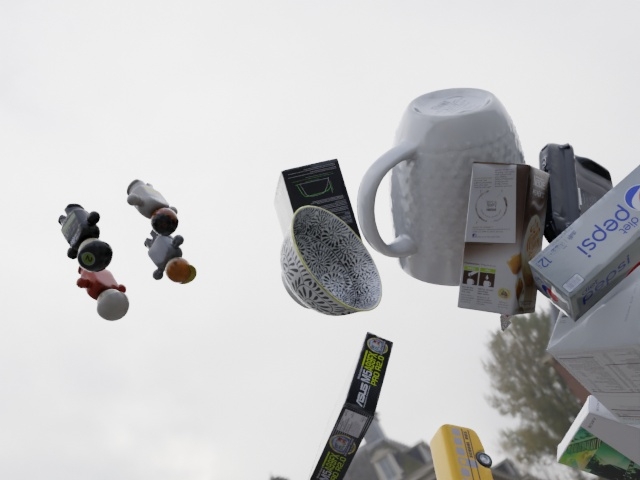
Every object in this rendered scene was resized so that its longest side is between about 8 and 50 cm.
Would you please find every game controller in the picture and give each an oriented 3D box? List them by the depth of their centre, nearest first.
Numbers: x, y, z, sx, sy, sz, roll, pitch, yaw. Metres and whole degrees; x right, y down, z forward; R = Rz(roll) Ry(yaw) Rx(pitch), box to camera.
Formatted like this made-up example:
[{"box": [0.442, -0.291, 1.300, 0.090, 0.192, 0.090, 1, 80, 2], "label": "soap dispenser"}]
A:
[{"box": [0.493, -0.068, 1.445, 0.166, 0.319, 0.067, 32, -49, -13], "label": "game controller"}]

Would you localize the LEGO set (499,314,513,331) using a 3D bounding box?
[{"box": [0.337, 0.097, 1.705, 0.182, 0.244, 0.060, 34, -76, -27], "label": "LEGO set"}]

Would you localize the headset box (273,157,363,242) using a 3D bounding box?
[{"box": [0.000, 0.000, 1.694, 0.131, 0.283, 0.246, -14, -12, -11], "label": "headset box"}]

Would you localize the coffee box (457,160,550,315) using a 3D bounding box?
[{"box": [0.313, -0.002, 1.294, 0.141, 0.098, 0.246, 4, -88, -60], "label": "coffee box"}]

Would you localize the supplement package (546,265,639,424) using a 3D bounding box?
[{"box": [0.609, 0.198, 1.442, 0.263, 0.199, 0.198, 42, -31, -21], "label": "supplement package"}]

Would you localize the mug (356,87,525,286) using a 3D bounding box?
[{"box": [0.230, -0.101, 1.480, 0.374, 0.276, 0.328, -24, -60, -26], "label": "mug"}]

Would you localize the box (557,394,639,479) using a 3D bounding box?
[{"box": [0.755, 0.501, 1.805, 0.322, 0.058, 0.232, 18, -45, 10], "label": "box"}]

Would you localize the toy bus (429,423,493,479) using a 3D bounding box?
[{"box": [0.389, 0.654, 2.017, 0.130, 0.332, 0.108, 16, -56, -15], "label": "toy bus"}]

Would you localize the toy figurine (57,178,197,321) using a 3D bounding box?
[{"box": [-0.340, 0.018, 1.358, 0.210, 0.148, 0.213, -24, -42, -22], "label": "toy figurine"}]

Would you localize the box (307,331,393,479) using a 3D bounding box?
[{"box": [0.054, 0.344, 1.469, 0.060, 0.216, 0.270, 22, -56, 2], "label": "box"}]

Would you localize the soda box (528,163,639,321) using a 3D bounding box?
[{"box": [0.464, -0.010, 1.186, 0.286, 0.091, 0.098, -40, -36, -4], "label": "soda box"}]

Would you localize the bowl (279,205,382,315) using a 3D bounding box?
[{"box": [-0.002, 0.043, 1.045, 0.080, 0.170, 0.170, -39, -36, 28], "label": "bowl"}]
